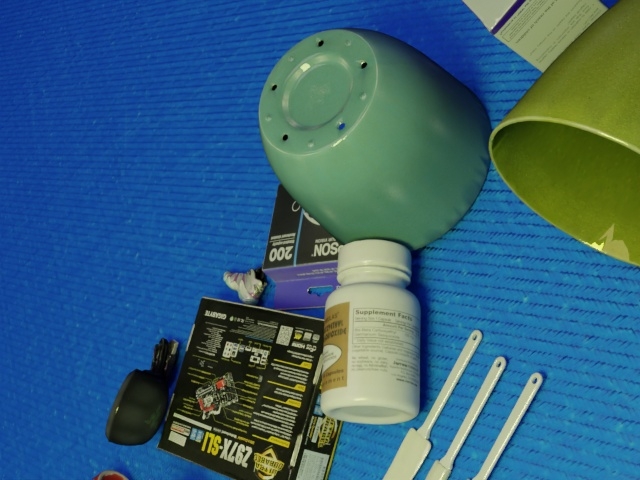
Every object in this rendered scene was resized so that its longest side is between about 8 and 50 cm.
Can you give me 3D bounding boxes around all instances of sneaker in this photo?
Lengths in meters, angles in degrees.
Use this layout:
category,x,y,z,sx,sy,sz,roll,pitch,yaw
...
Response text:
category,x,y,z,sx,sy,sz,roll,pitch,yaw
sneaker,-0.116,0.060,1.653,0.069,0.038,0.098,-54,46,5

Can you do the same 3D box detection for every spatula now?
category,x,y,z,sx,sy,sz,roll,pitch,yaw
spatula,0.184,0.246,1.269,0.168,0.019,0.242,35,98,54

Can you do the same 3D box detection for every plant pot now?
category,x,y,z,sx,sy,sz,roll,pitch,yaw
plant pot,0.053,-0.152,1.379,0.293,0.235,0.293,-14,64,29
plant pot,0.377,-0.159,1.098,0.275,0.275,0.293,17,68,49

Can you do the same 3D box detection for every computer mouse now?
category,x,y,z,sx,sy,sz,roll,pitch,yaw
computer mouse,-0.278,0.263,1.629,0.272,0.072,0.188,34,-104,-89

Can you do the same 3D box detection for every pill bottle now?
category,x,y,z,sx,sy,sz,roll,pitch,yaw
pill bottle,0.069,0.123,1.355,0.131,0.131,0.229,-17,60,41

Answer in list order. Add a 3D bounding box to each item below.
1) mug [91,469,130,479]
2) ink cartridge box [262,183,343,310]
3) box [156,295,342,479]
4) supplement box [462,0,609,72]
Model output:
category,x,y,z,sx,sy,sz,roll,pitch,yaw
mug,-0.399,0.460,1.709,0.169,0.113,0.150,-43,48,20
ink cartridge box,0.000,0.000,1.550,0.206,0.045,0.208,-8,67,43
box,-0.098,0.231,1.522,0.322,0.079,0.257,5,78,47
supplement box,0.283,-0.281,1.250,0.114,0.220,0.111,-49,43,20
